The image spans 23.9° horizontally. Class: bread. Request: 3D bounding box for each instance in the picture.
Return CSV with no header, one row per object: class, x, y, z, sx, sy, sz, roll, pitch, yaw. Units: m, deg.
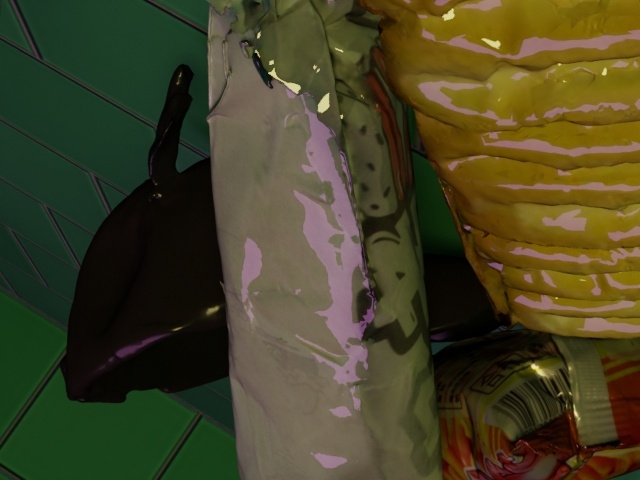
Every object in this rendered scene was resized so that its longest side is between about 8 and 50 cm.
bread,0.092,-0.100,0.421,0.142,0.227,0.253,-1,144,21

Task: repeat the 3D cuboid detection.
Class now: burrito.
burrito,0.000,0.000,0.851,0.139,0.101,0.445,23,130,36

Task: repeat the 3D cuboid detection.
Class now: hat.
hat,-0.025,-0.011,1.075,0.336,0.208,0.238,-10,170,11

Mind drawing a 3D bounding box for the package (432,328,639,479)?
package,0.145,0.108,1.027,0.223,0.108,0.288,-8,-178,-28
